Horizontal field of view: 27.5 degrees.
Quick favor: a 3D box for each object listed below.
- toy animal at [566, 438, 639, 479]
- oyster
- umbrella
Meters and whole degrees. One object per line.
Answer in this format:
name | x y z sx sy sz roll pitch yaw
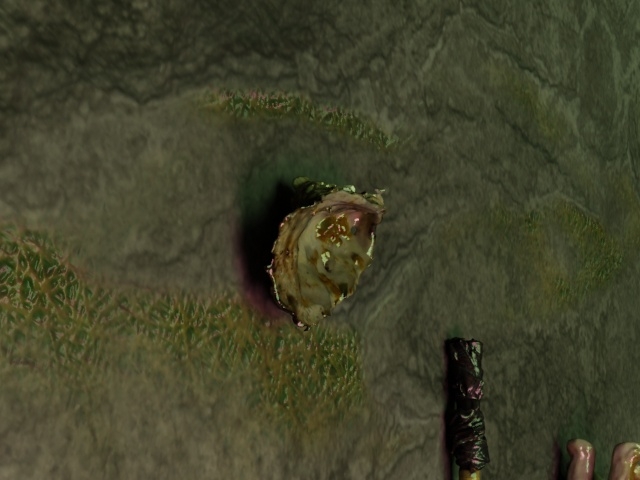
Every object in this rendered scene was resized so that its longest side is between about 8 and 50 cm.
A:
toy animal | 0.317 0.341 1.440 0.184 0.104 0.185 54 40 -39
oyster | 0.004 0.000 1.026 0.177 0.056 0.105 -39 126 -52
umbrella | 0.139 0.163 1.236 0.040 0.037 0.143 27 60 -69
